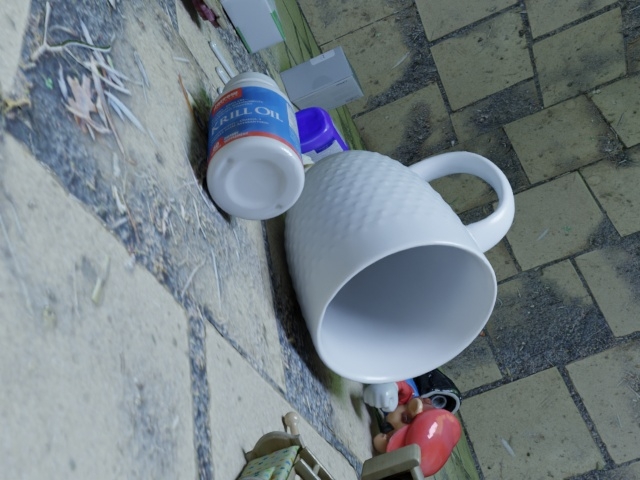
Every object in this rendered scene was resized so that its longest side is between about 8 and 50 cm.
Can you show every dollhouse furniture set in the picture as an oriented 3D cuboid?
[{"bbox_3d":[0.004,0.221,0.576,0.182,0.161,0.101,-35,103,-81],"label":"dollhouse furniture set"}]

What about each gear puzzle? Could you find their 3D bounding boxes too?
[{"bbox_3d":[-0.241,-0.505,1.179,0.175,0.044,0.338,52,16,-53],"label":"gear puzzle"}]

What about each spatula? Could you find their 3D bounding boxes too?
[{"bbox_3d":[-0.128,-0.230,1.243,0.242,0.019,0.168,55,17,-53],"label":"spatula"}]

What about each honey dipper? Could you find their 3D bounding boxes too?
[{"bbox_3d":[-0.018,0.263,0.771,0.030,0.031,0.160,57,11,-48],"label":"honey dipper"}]

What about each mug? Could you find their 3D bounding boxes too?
[{"bbox_3d":[0.123,-0.011,1.100,0.276,0.374,0.328,58,6,-41],"label":"mug"}]

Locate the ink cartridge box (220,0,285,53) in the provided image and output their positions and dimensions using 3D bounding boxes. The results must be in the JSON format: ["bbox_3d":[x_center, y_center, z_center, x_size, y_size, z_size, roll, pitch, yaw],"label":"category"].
[{"bbox_3d":[-0.159,-0.539,1.514,0.154,0.093,0.212,56,17,-53],"label":"ink cartridge box"}]

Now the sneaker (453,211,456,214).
[{"bbox_3d":[0.144,0.045,1.346,0.102,0.282,0.161,-102,167,-54],"label":"sneaker"}]

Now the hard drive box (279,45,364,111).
[{"bbox_3d":[0.010,-0.432,1.936,0.232,0.181,0.089,9,60,-79],"label":"hard drive box"}]

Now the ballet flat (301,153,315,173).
[{"bbox_3d":[-0.037,-0.115,1.331,0.074,0.074,0.203,55,16,-53],"label":"ballet flat"}]

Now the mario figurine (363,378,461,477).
[{"bbox_3d":[0.124,0.306,1.279,0.198,0.170,0.320,22,20,-23],"label":"mario figurine"}]

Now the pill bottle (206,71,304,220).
[{"bbox_3d":[-0.091,-0.139,0.943,0.221,0.124,0.124,-101,166,-51],"label":"pill bottle"}]

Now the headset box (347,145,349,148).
[{"bbox_3d":[0.069,-0.264,2.232,0.032,0.062,0.083,43,27,-69],"label":"headset box"}]

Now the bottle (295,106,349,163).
[{"bbox_3d":[0.005,-0.200,1.596,0.283,0.118,0.092,44,26,-65],"label":"bottle"}]

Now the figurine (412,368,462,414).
[{"bbox_3d":[0.213,0.339,1.487,0.209,0.092,0.214,-101,-159,-63],"label":"figurine"}]
